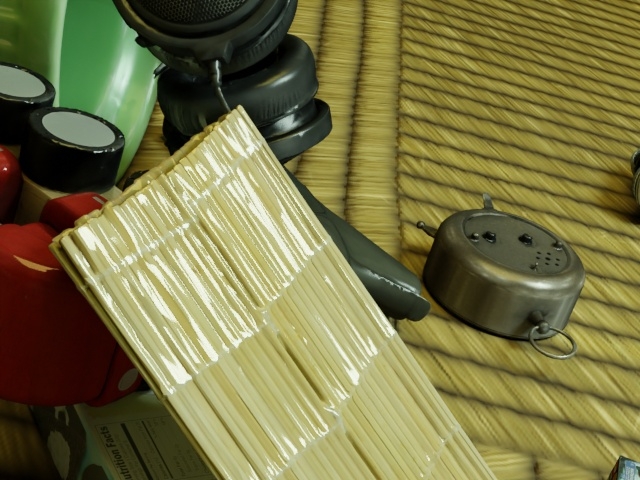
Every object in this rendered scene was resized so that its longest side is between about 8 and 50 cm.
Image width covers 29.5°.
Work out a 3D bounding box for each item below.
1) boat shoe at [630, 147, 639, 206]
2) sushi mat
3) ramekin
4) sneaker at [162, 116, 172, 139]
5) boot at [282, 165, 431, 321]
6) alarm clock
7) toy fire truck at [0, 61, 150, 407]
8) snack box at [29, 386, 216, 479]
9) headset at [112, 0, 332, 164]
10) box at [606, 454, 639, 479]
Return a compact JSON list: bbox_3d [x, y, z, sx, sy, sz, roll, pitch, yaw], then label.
[{"bbox_3d":[0.375,-0.079,1.307,0.076,0.080,0.228,15,26,34],"label":"boat shoe"},{"bbox_3d":[0.001,0.092,0.635,0.316,0.019,0.151,56,45,-7],"label":"sushi mat"},{"bbox_3d":[-0.220,-0.192,0.950,0.148,0.303,0.303,12,28,5],"label":"ramekin"},{"bbox_3d":[-0.089,-0.096,1.110,0.098,0.038,0.069,36,34,29],"label":"sneaker"},{"bbox_3d":[0.000,0.000,0.983,0.137,0.077,0.198,24,20,-24],"label":"boot"},{"bbox_3d":[0.161,0.034,1.002,0.129,0.064,0.192,5,34,-22],"label":"alarm clock"},{"bbox_3d":[-0.197,-0.011,0.630,0.217,0.158,0.246,34,29,25],"label":"toy fire truck"},{"bbox_3d":[-0.082,0.092,0.763,0.187,0.060,0.322,-1,34,-31],"label":"snack box"},{"bbox_3d":[-0.096,-0.137,0.889,0.185,0.243,0.394,-10,49,4],"label":"headset"},{"bbox_3d":[0.226,0.201,0.775,0.094,0.027,0.137,22,29,6],"label":"box"}]
